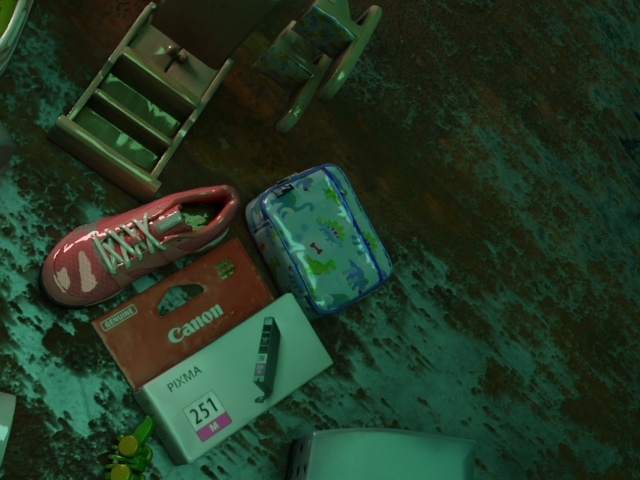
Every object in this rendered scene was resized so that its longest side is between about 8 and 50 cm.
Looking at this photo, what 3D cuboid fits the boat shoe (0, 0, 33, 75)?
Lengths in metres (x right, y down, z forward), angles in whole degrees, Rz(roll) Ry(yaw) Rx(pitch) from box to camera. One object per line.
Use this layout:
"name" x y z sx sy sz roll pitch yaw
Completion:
"boat shoe" -0.447 -0.409 1.531 0.136 0.156 0.367 19 68 -21

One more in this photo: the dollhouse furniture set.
"dollhouse furniture set" -0.192 -0.251 1.474 0.362 0.394 0.256 35 63 -13

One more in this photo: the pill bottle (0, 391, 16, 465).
"pill bottle" -0.496 0.209 1.295 0.246 0.136 0.136 15 69 -17

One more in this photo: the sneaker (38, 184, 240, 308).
"sneaker" -0.248 -0.010 1.523 0.314 0.136 0.116 -28 87 -30

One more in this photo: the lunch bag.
"lunch bag" 0.000 0.000 1.674 0.176 0.090 0.219 -25 88 -33

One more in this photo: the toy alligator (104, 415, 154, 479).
"toy alligator" -0.270 0.325 1.464 0.051 0.056 0.189 5 68 19

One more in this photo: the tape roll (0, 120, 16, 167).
"tape roll" -0.498 -0.094 1.374 0.219 0.219 0.072 -32 90 -30

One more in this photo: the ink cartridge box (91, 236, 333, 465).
"ink cartridge box" -0.151 0.149 1.570 0.275 0.060 0.239 -32 92 -30

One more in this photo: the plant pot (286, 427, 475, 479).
"plant pot" 0.076 0.354 1.565 0.234 0.166 0.165 15 69 -15
